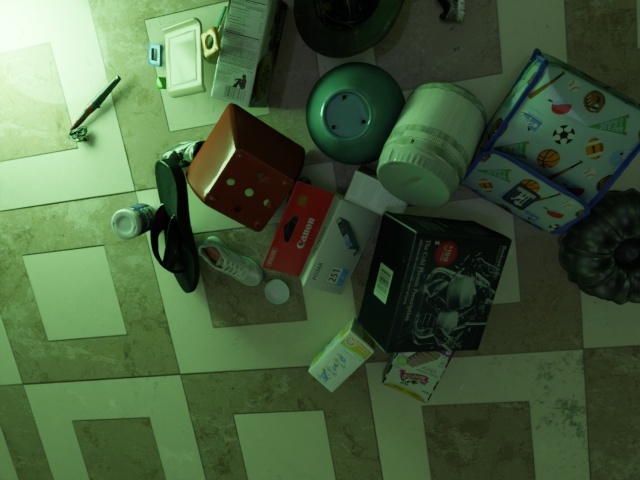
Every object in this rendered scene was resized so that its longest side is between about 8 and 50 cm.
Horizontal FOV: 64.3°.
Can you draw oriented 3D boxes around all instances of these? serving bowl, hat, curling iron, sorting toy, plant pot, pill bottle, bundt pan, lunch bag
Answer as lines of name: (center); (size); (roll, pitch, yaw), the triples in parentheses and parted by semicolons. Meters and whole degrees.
serving bowl: (-0.138, 0.163, 1.653); (0.083, 0.027, 0.083); (3, 104, 11)
hat: (0.093, -0.642, 1.347); (0.331, 0.134, 0.331); (8, 106, 28)
curling iron: (-0.710, -0.415, 1.611); (0.068, 0.035, 0.274); (43, 108, -6)
sorting toy: (-0.379, -0.516, 1.455); (0.347, 0.047, 0.196); (6, 104, 42)
plant pot: (-0.205, -0.178, 1.423); (0.267, 0.236, 0.267); (29, 110, -23)
pill bottle: (-0.571, -0.067, 1.603); (0.094, 0.169, 0.094); (3, 105, 10)
bundt pan: (0.835, 0.031, 1.383); (0.331, 0.124, 0.331); (3, 105, 11)
lunch bag: (0.585, -0.230, 1.314); (0.328, 0.239, 0.385); (30, 124, 1)
plant pot: (0.085, -0.344, 1.392); (0.290, 0.195, 0.290); (3, 104, 11)

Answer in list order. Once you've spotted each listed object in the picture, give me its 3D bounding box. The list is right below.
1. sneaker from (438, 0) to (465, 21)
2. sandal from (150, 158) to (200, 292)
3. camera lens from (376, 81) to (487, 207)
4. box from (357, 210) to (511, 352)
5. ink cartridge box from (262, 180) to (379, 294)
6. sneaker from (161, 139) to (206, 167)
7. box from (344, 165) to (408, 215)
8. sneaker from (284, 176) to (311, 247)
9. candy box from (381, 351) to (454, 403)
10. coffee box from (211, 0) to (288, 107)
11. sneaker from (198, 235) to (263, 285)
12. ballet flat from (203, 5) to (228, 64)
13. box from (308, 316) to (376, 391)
sneaker: (0.336, -0.658, 1.331); (0.075, 0.063, 0.170); (-7, 108, 6)
sandal: (-0.473, -0.031, 1.575); (0.167, 0.107, 0.446); (23, 126, 42)
camera lens: (0.290, -0.251, 1.320); (0.219, 0.219, 0.274); (26, 70, 3)
box: (0.309, 0.117, 1.408); (0.312, 0.179, 0.343); (3, 108, -24)
ink cartridge box: (0.000, 0.000, 1.511); (0.261, 0.066, 0.296); (16, 109, -23)
sneaker: (-0.389, -0.266, 1.549); (0.234, 0.106, 0.078); (-7, 102, 13)
box: (0.169, -0.137, 1.463); (0.170, 0.130, 0.091); (23, 107, 3)
sneaker: (-0.063, -0.062, 1.560); (0.106, 0.101, 0.267); (12, 109, -13)
candy box: (0.310, 0.374, 1.599); (0.159, 0.071, 0.233); (23, 108, 4)
coffee box: (-0.195, -0.530, 1.413); (0.119, 0.168, 0.297); (17, 106, 6)
sneaker: (-0.289, 0.078, 1.627); (0.228, 0.092, 0.087); (33, 106, 0)
ballet flat: (-0.288, -0.594, 1.482); (0.052, 0.057, 0.168); (21, 113, -24)
box: (0.073, 0.361, 1.618); (0.103, 0.114, 0.203); (42, 107, 0)
